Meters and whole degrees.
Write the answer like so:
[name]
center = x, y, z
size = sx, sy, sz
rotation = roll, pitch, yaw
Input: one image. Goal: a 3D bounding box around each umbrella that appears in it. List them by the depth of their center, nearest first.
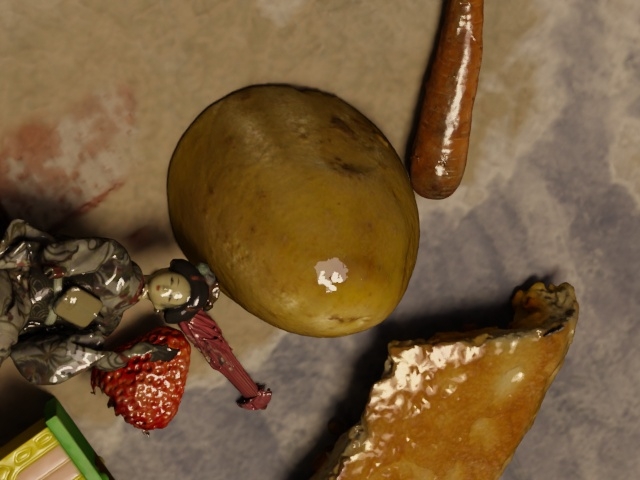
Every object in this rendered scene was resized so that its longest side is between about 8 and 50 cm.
[umbrella]
center = -0.084, 0.083, 1.510
size = 0.027, 0.025, 0.165
rotation = -52, 130, -19

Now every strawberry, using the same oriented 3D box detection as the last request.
[strawberry]
center = -0.130, 0.103, 1.471
size = 0.083, 0.073, 0.073
rotation = -44, 126, 2

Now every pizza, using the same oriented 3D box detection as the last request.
[pizza]
center = 0.079, 0.172, 1.605
size = 0.182, 0.074, 0.365
rotation = 27, 104, -36

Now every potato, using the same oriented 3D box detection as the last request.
[potato]
center = 0.000, 0.000, 1.427
size = 0.178, 0.158, 0.203
rotation = -38, 130, 0

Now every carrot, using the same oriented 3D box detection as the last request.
[carrot]
center = 0.102, -0.121, 1.469
size = 0.047, 0.047, 0.191
rotation = -1, 116, -25

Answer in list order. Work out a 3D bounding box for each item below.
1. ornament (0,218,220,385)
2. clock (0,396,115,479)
[ornament]
center = -0.162, 0.055, 1.366
size = 0.196, 0.153, 0.166
rotation = -7, 120, -15
[clock]
center = -0.236, 0.283, 1.437
size = 0.255, 0.106, 0.220
rotation = -36, 97, -5
